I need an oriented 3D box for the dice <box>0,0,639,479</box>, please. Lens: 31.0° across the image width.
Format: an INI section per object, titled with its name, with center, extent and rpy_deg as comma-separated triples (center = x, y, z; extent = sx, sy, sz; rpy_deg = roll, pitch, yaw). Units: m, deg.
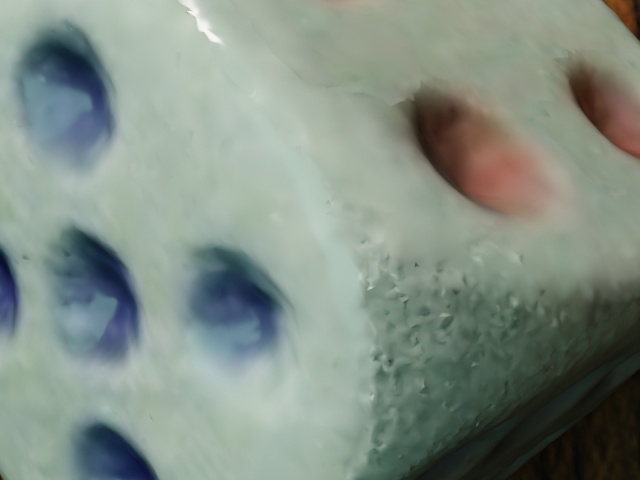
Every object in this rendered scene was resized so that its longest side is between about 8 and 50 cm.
[dice]
center = 0.000, 0.000, 0.533
extent = 0.262, 0.268, 0.264
rpy_deg = 51, 129, 17
